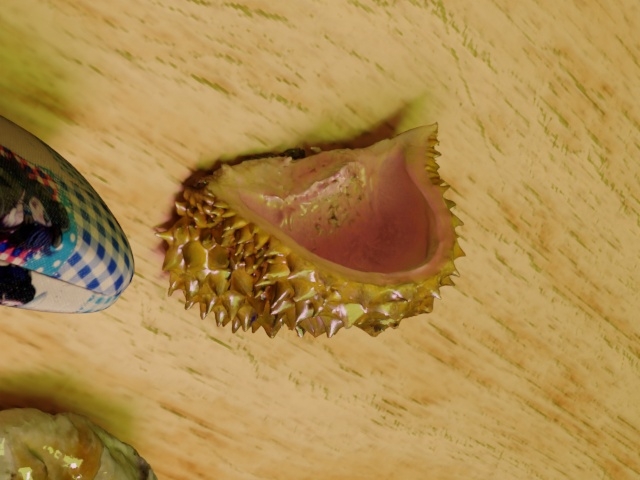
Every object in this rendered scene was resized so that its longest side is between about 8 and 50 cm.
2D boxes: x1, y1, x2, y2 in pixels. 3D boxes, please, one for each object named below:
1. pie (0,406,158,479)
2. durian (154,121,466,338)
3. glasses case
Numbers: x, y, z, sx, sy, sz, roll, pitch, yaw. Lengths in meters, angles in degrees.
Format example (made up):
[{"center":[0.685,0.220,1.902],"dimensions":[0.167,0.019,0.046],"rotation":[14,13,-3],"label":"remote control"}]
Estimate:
[{"center":[-0.193,0.245,1.199],"dimensions":[0.306,0.071,0.306],"rotation":[-13,106,-50],"label":"pie"},{"center":[0.000,0.000,1.270],"dimensions":[0.182,0.165,0.132],"rotation":[-27,101,-67],"label":"durian"},{"center":[-0.209,-0.036,0.946],"dimensions":[0.076,0.125,0.327],"rotation":[-50,148,12],"label":"glasses case"}]
